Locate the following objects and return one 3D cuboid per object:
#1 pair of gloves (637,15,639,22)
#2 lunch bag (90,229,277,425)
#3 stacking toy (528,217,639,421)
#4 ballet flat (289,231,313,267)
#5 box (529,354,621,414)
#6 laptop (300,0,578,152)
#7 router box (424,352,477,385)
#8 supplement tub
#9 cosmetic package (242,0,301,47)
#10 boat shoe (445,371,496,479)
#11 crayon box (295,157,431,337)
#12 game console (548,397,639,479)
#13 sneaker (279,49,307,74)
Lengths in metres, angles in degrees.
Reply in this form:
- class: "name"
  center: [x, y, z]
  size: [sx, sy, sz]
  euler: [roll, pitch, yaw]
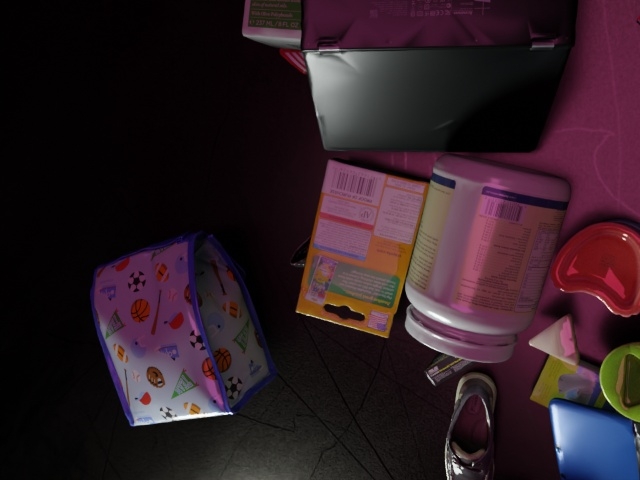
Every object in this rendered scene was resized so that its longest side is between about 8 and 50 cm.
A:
- class: "pair of gloves"
  center: [0.629, -0.334, 0.955]
  size: [0.198, 0.023, 0.159]
  euler: [-23, 88, 26]
- class: "lunch bag"
  center: [-0.323, 0.190, 1.344]
  size: [0.328, 0.239, 0.385]
  euler: [-17, 97, 27]
- class: "stacking toy"
  center: [0.533, 0.125, 0.977]
  size: [0.309, 0.130, 0.279]
  euler: [36, 115, 28]
- class: "ballet flat"
  center: [0.000, 0.000, 1.270]
  size: [0.057, 0.049, 0.173]
  euler: [46, 112, 11]
- class: "box"
  center: [0.496, 0.285, 1.091]
  size: [0.178, 0.042, 0.109]
  euler: [23, 109, 20]
- class: "laptop"
  center: [0.176, -0.343, 0.928]
  size: [0.382, 0.236, 0.407]
  euler: [2, 100, 9]
- class: "router box"
  center: [0.272, 0.229, 1.156]
  size: [0.122, 0.092, 0.038]
  euler: [-39, 81, 24]
- class: "supplement tub"
  center: [0.283, 0.025, 1.043]
  size: [0.235, 0.235, 0.324]
  euler: [17, 104, 21]
- class: "cosmetic package"
  center: [-0.004, -0.531, 1.043]
  size: [0.197, 0.155, 0.365]
  euler: [11, 102, 23]
- class: "boat shoe"
  center: [0.295, 0.409, 1.170]
  size: [0.103, 0.092, 0.285]
  euler: [9, 101, 23]
- class: "crayon box"
  center: [0.084, 0.012, 1.196]
  size: [0.203, 0.083, 0.322]
  euler: [15, 103, 9]
- class: "game console"
  center: [0.581, 0.403, 1.047]
  size: [0.250, 0.173, 0.293]
  euler: [-16, 106, -6]
- class: "sneaker"
  center: [-0.045, -0.450, 1.209]
  size: [0.128, 0.087, 0.221]
  euler: [-18, 89, 24]
